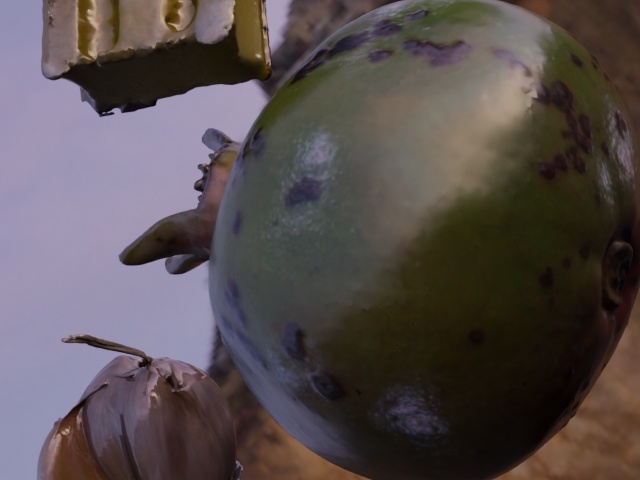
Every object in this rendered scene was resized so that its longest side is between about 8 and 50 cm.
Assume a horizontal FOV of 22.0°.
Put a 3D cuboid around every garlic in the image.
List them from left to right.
[{"bbox_3d":[-0.156,0.189,1.520,0.207,0.207,0.256,-37,-27,-16],"label":"garlic"}]

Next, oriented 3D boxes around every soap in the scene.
[{"bbox_3d":[-0.111,-0.203,1.095,0.135,0.233,0.076,-11,-27,13],"label":"soap"}]

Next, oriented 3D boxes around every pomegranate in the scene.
[{"bbox_3d":[0.039,-0.020,0.990,0.291,0.323,0.291,-47,-22,-25],"label":"pomegranate"}]
